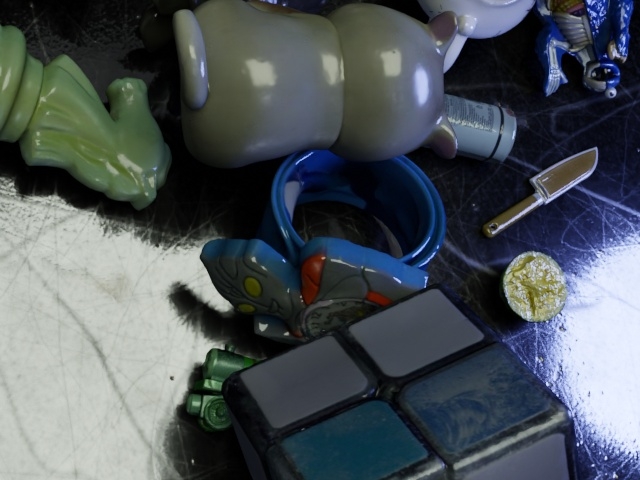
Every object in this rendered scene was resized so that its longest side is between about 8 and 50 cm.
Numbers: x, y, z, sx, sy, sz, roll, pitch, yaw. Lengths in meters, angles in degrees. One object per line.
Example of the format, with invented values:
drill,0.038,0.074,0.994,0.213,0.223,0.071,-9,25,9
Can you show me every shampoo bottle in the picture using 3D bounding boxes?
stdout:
shampoo bottle,0.153,-0.179,1.823,0.262,0.085,0.085,12,71,-15

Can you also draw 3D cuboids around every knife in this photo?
knife,0.339,-0.079,1.892,0.256,0.022,0.046,-32,82,-24

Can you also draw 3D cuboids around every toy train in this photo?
toy train,-0.049,0.211,1.633,0.251,0.085,0.119,15,76,-17

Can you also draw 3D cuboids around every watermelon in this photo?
watermelon,0.304,0.070,1.812,0.105,0.062,0.105,3,81,-18

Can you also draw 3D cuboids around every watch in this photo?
watch,0.000,0.000,1.663,0.305,0.241,0.274,16,53,-8

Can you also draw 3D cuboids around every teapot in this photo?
teapot,0.217,-0.388,1.840,0.208,0.166,0.299,23,93,-32

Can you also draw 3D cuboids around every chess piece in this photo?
chess piece,-0.328,-0.160,1.631,0.298,0.176,0.175,21,68,-26

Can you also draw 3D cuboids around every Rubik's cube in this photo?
Rubik's cube,0.105,0.289,1.458,0.313,0.318,0.316,-23,124,-12

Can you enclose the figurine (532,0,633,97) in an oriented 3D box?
figurine,0.405,-0.349,1.952,0.164,0.121,0.262,-10,99,-1

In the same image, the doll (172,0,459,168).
doll,-0.023,-0.199,1.579,0.370,0.226,0.215,-2,95,-20

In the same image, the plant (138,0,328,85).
plant,-0.123,-0.355,1.730,0.276,0.199,0.188,-36,82,-28
